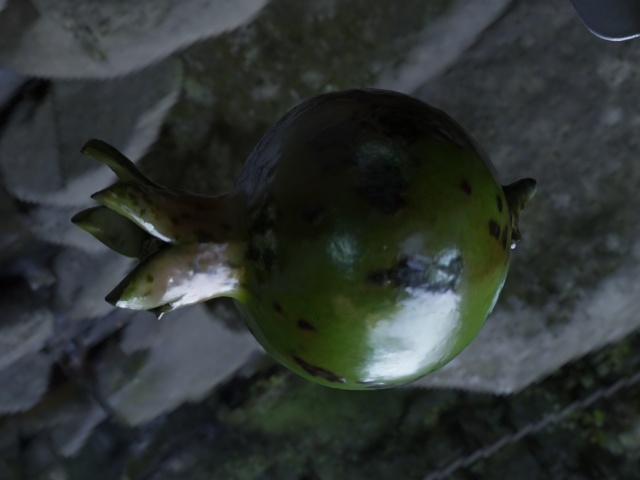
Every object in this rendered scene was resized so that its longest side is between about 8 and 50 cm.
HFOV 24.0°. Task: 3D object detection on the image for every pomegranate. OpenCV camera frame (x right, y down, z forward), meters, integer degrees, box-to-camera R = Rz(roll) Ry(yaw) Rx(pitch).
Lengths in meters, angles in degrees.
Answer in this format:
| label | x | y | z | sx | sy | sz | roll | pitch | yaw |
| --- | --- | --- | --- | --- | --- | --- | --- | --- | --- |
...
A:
| label | x | y | z | sx | sy | sz | roll | pitch | yaw |
| --- | --- | --- | --- | --- | --- | --- | --- | --- | --- |
| pomegranate | -0.008 | -0.011 | 0.718 | 0.156 | 0.220 | 0.156 | -160 | -90 | -76 |

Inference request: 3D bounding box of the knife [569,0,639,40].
| label | x | y | z | sx | sy | sz | roll | pitch | yaw |
| --- | --- | --- | --- | --- | --- | --- | --- | --- | --- |
| knife | 0.189 | -0.141 | 0.915 | 0.058 | 0.244 | 0.032 | -36 | 172 | -4 |
